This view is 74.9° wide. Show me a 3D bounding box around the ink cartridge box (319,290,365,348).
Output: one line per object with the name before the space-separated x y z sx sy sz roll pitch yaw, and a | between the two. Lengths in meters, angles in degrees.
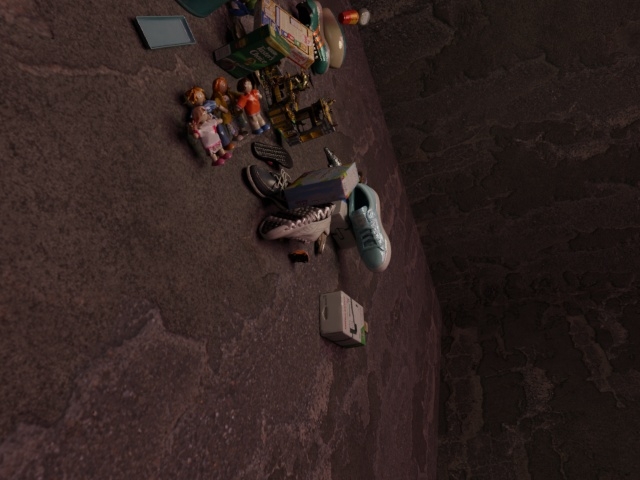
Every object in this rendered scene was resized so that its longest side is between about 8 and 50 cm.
ink cartridge box | 0.080 0.282 1.475 0.208 0.087 0.152 42 40 -53

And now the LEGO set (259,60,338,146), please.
LEGO set | -0.063 -0.476 1.343 0.255 0.192 0.330 53 22 -63

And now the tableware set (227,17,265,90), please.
tableware set | -0.226 -0.560 1.283 0.194 0.039 0.128 62 15 -44

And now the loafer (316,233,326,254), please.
loafer | 0.000 0.000 1.519 0.045 0.039 0.125 102 2 -46

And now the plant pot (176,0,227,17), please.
plant pot | -0.253 -0.743 1.030 0.272 0.256 0.271 -12 90 -67

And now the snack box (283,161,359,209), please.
snack box | 0.010 -0.164 1.236 0.207 0.175 0.070 -56 134 -61

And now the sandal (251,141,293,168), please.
sandal | -0.154 -0.263 1.299 0.179 0.040 0.067 8 64 -51

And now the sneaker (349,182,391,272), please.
sneaker | 0.168 -0.056 1.618 0.150 0.135 0.365 23 50 -53

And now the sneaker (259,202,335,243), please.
sneaker | -0.059 -0.038 1.249 0.292 0.110 0.118 -21 121 -46

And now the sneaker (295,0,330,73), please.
sneaker | -0.045 -0.881 1.824 0.121 0.108 0.301 -28 115 -40

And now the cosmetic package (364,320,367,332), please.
cosmetic package | 0.137 0.329 1.623 0.115 0.061 0.041 42 41 -52

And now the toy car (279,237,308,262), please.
toy car | -0.078 0.016 1.286 0.040 0.060 0.121 -75 145 -56

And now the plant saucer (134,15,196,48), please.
plant saucer | -0.353 -0.478 0.959 0.192 0.018 0.067 -63 135 -59

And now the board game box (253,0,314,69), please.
board game box | -0.107 -0.623 1.253 0.194 0.045 0.146 22 52 -36

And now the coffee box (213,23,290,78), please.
coffee box | -0.188 -0.516 1.150 0.113 0.184 0.040 9 68 -66

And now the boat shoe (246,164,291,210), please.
boat shoe | -0.126 -0.157 1.239 0.254 0.079 0.095 40 41 -56

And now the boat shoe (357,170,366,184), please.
boat shoe | 0.188 -0.288 2.075 0.066 0.066 0.183 53 32 -42

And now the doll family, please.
doll family | -0.251 -0.304 1.019 0.263 0.119 0.163 -52 135 -40

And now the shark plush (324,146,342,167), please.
shark plush | 0.061 -0.332 1.821 0.067 0.073 0.161 -35 119 -34

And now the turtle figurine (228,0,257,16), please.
turtle figurine | -0.215 -0.845 1.266 0.266 0.275 0.198 59 -6 -29

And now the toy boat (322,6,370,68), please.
toy boat | 0.081 -0.930 1.872 0.148 0.318 0.267 -22 97 -30

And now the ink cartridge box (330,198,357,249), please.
ink cartridge box | 0.089 -0.084 1.702 0.203 0.086 0.148 56 31 -40
